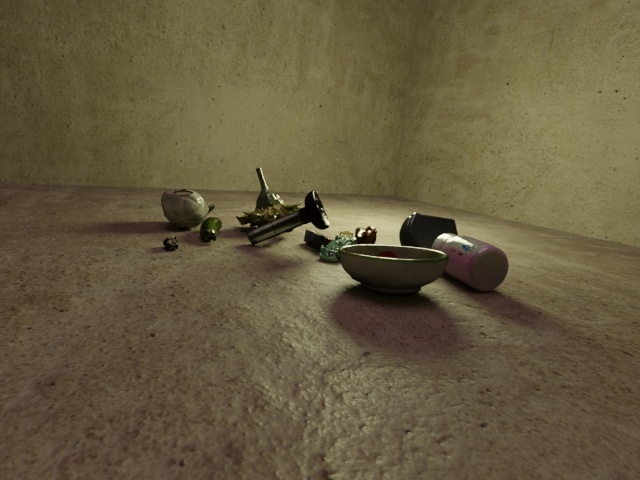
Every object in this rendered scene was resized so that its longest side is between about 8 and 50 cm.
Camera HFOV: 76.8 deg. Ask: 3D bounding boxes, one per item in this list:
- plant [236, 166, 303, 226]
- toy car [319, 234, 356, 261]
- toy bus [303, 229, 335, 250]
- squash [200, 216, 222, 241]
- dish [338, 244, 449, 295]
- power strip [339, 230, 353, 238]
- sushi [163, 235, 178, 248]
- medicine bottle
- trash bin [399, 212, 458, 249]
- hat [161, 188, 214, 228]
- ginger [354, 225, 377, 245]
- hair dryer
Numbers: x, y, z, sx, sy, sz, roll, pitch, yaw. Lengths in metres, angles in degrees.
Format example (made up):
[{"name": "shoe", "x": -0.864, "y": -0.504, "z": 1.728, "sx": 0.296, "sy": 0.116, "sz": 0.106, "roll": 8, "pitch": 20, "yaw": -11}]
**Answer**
[{"name": "plant", "x": -0.252, "y": -0.155, "z": 1.904, "sx": 0.305, "sy": 0.261, "sz": 0.297, "roll": -17, "pitch": 62, "yaw": -16}, {"name": "toy car", "x": 0.064, "y": 0.035, "z": 1.530, "sx": 0.093, "sy": 0.058, "sz": 0.186, "roll": 16, "pitch": 35, "yaw": 30}, {"name": "toy bus", "x": 0.000, "y": 0.000, "z": 1.660, "sx": 0.077, "sy": 0.065, "sz": 0.192, "roll": 5, "pitch": 10, "yaw": -34}, {"name": "squash", "x": -0.461, "y": -0.054, "z": 1.697, "sx": 0.080, "sy": 0.071, "sz": 0.318, "roll": 4, "pitch": 12, "yaw": -10}, {"name": "dish", "x": 0.210, "y": 0.092, "z": 1.201, "sx": 0.323, "sy": 0.125, "sz": 0.324, "roll": 2, "pitch": 6, "yaw": 0}, {"name": "power strip", "x": 0.107, "y": 0.001, "z": 1.751, "sx": 0.064, "sy": 0.044, "sz": 0.305, "roll": 7, "pitch": 11, "yaw": 5}, {"name": "sushi", "x": -0.540, "y": 0.007, "z": 1.449, "sx": 0.045, "sy": 0.044, "sz": 0.083, "roll": 0, "pitch": 11, "yaw": -28}, {"name": "medicine bottle", "x": 0.489, "y": 0.063, "z": 1.355, "sx": 0.151, "sy": 0.152, "sz": 0.254, "roll": 2, "pitch": 14, "yaw": -15}, {"name": "trash bin", "x": 0.439, "y": -0.016, "z": 1.636, "sx": 0.236, "sy": 0.177, "sz": 0.101, "roll": 4, "pitch": -25, "yaw": -19}, {"name": "hat", "x": -0.611, "y": -0.127, "z": 1.828, "sx": 0.231, "sy": 0.161, "sz": 0.275, "roll": 14, "pitch": -13, "yaw": -10}, {"name": "ginger", "x": 0.204, "y": -0.015, "z": 1.803, "sx": 0.103, "sy": 0.074, "sz": 0.162, "roll": -7, "pitch": 16, "yaw": 11}, {"name": "hair dryer", "x": -0.115, "y": -0.096, "z": 1.661, "sx": 0.320, "sy": 0.156, "sz": 0.284, "roll": -20, "pitch": 15, "yaw": 19}]
